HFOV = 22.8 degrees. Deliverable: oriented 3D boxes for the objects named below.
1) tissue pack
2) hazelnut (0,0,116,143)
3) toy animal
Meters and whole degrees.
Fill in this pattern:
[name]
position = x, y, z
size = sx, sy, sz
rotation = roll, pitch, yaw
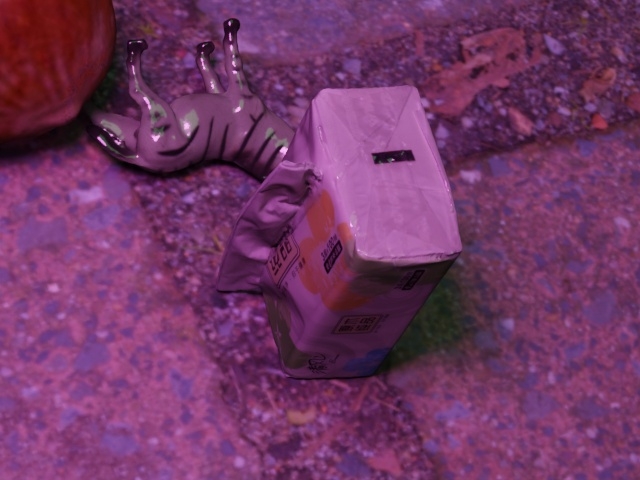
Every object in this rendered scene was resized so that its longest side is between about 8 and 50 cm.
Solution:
[tissue pack]
position = 0.000, 0.000, 1.297
size = 0.145, 0.229, 0.159
rotation = -4, 64, -19
[hazelnut]
position = -0.275, -0.180, 1.345
size = 0.214, 0.176, 0.214
rotation = 0, 82, -2
[toy animal]
position = -0.099, -0.100, 1.419
size = 0.217, 0.073, 0.176
rotation = -16, 77, -21
